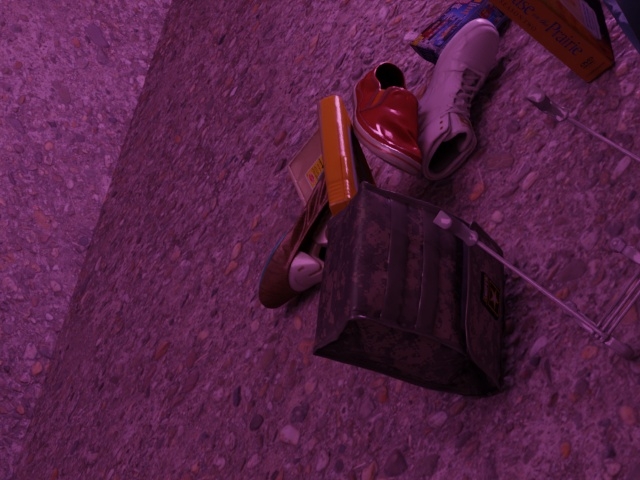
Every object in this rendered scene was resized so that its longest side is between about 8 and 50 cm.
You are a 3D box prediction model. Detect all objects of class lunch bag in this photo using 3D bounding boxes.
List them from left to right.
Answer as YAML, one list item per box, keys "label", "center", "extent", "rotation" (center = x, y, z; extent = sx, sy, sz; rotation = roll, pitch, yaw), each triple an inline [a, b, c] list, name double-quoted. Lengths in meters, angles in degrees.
- label: "lunch bag"
  center: [0.153, 0.080, 1.535]
  extent: [0.169, 0.287, 0.235]
  rotation: [132, 151, -53]

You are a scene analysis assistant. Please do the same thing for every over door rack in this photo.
- label: "over door rack"
  center: [0.354, -0.027, 1.412]
  extent: [0.324, 0.108, 0.239]
  rotation: [39, 98, 29]

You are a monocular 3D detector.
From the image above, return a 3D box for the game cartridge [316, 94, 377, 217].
- label: "game cartridge"
  center: [0.069, -0.053, 1.826]
  extent: [0.052, 0.285, 0.324]
  rotation: [-18, 40, 9]

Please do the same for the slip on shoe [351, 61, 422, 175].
- label: "slip on shoe"
  center: [0.126, -0.225, 1.886]
  extent: [0.101, 0.123, 0.331]
  rotation: [-53, 23, 25]

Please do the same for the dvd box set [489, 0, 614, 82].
- label: "dvd box set"
  center: [0.302, -0.475, 1.696]
  extent: [0.062, 0.420, 0.308]
  rotation: [-37, 34, 35]

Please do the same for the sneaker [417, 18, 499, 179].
- label: "sneaker"
  center: [0.256, -0.245, 1.891]
  extent: [0.292, 0.108, 0.169]
  rotation: [-60, 28, 18]

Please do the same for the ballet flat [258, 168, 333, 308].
- label: "ballet flat"
  center: [0.000, 0.000, 2.064]
  extent: [0.124, 0.116, 0.342]
  rotation: [31, 89, 42]

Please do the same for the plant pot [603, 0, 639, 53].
- label: "plant pot"
  center: [0.498, -0.451, 1.520]
  extent: [0.235, 0.293, 0.293]
  rotation: [-33, 35, 16]

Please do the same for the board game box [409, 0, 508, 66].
- label: "board game box"
  center: [0.283, -0.417, 2.028]
  extent: [0.194, 0.060, 0.194]
  rotation: [-41, 18, 3]

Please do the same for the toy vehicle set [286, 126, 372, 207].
- label: "toy vehicle set"
  center: [0.014, -0.155, 2.252]
  extent: [0.166, 0.035, 0.267]
  rotation: [-50, 29, 16]
